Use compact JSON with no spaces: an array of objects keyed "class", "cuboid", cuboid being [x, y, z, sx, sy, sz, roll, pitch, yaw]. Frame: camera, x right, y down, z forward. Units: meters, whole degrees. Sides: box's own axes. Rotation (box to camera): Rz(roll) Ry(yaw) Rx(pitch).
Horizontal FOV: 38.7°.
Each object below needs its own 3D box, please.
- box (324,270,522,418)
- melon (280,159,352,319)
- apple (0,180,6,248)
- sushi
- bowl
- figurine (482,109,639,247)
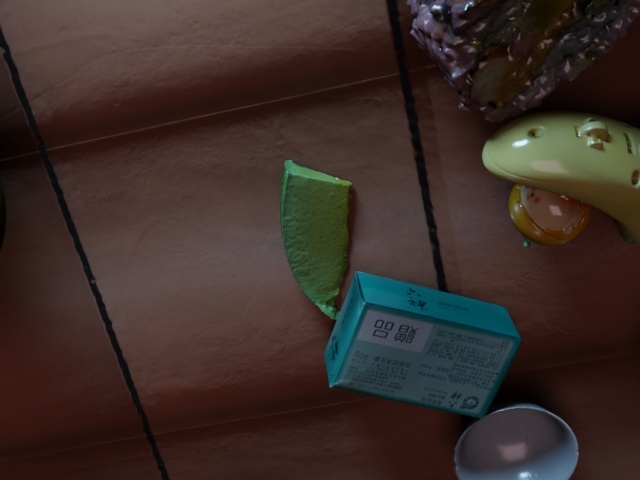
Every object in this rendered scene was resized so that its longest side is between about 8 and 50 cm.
[{"class":"box","cuboid":[0.143,0.153,1.313,0.245,0.092,0.153,14,115,-14]},{"class":"melon","cuboid":[0.000,0.001,1.289,0.114,0.053,0.261,-16,121,-12]},{"class":"apple","cuboid":[-0.596,-0.043,1.047,0.474,0.473,0.473,0,116,0]},{"class":"sushi","cuboid":[0.235,-0.279,1.062,0.270,0.170,0.237,-43,136,18]},{"class":"bowl","cuboid":[0.295,0.310,1.406,0.189,0.086,0.189,1,116,2]},{"class":"figurine","cuboid":[0.339,-0.070,1.172,0.325,0.124,0.222,12,148,-25]}]
